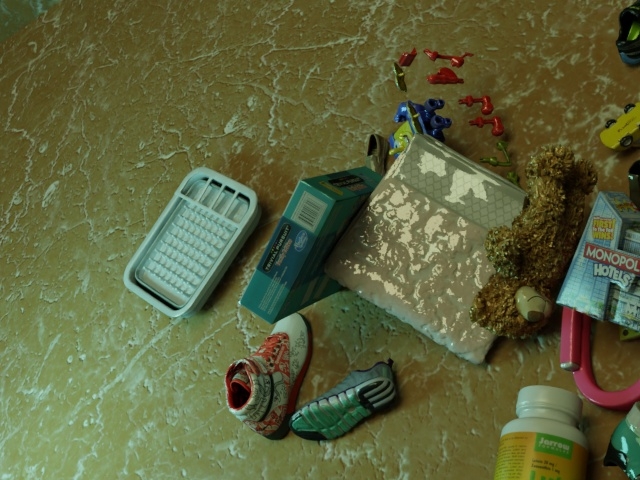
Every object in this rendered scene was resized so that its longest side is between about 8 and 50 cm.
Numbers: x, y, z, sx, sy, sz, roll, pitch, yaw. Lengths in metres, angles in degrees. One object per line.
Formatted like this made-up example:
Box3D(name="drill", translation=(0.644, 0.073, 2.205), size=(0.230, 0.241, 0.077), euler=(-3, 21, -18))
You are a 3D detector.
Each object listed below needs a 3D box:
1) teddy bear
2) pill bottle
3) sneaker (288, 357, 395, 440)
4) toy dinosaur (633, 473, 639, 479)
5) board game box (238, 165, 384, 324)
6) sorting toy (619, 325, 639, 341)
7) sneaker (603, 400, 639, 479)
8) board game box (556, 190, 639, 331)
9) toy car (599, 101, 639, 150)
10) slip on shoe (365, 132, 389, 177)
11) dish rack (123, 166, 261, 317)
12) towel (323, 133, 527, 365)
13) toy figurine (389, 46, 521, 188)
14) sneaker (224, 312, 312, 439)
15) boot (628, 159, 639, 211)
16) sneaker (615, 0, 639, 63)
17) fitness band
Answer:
Box3D(name="teddy bear", translation=(0.370, 0.007, 1.907), size=(0.113, 0.245, 0.338), euler=(22, 75, 36))
Box3D(name="pill bottle", translation=(0.337, 0.354, 1.762), size=(0.136, 0.136, 0.245), euler=(-7, 57, 38))
Box3D(name="sneaker", translation=(0.045, 0.294, 2.122), size=(0.224, 0.083, 0.098), euler=(-26, 24, 22))
Box3D(name="toy dinosaur", translation=(0.474, 0.389, 1.520), size=(0.314, 0.121, 0.160), euler=(-14, 77, 44))
Box3D(name="board game box", translation=(0.000, 0.000, 2.122), size=(0.079, 0.336, 0.253), euler=(32, 107, 14))
Box3D(name="sorting toy", translation=(0.574, 0.056, 1.821), size=(0.274, 0.046, 0.132), euler=(-46, 39, 27))
Box3D(name="sneaker", translation=(0.527, 0.367, 1.627), size=(0.302, 0.108, 0.121), euler=(48, 116, 42))
Box3D(name="board game box", translation=(0.465, 0.029, 1.756), size=(0.194, 0.060, 0.194), euler=(22, 107, 53))
Box3D(name="toy car", translation=(0.613, -0.264, 2.023), size=(0.239, 0.053, 0.224), euler=(-14, 53, 33))
Box3D(name="slip on shoe", translation=(0.111, -0.162, 2.394), size=(0.051, 0.041, 0.135), euler=(-7, 58, 38))
Box3D(name="dish rack", translation=(-0.278, 0.011, 2.588), size=(0.286, 0.072, 0.332), euler=(27, 81, 47))
Box3D(name="towel", translation=(0.222, 0.008, 2.047), size=(0.332, 0.053, 0.317), euler=(31, 84, 16))
Box3D(name="toy figurine", translation=(0.230, -0.172, 2.257), size=(0.217, 0.191, 0.362), euler=(123, 133, -57))
Box3D(name="sneaker", translation=(-0.102, 0.236, 2.220), size=(0.090, 0.145, 0.270), euler=(-10, 55, 36))
Box3D(name="boot", translation=(0.560, -0.097, 1.847), size=(0.082, 0.106, 0.219), euler=(10, 34, 42))
Box3D(name="sneaker", translation=(0.598, -0.417, 2.124), size=(0.067, 0.078, 0.188), euler=(13, 70, 45))
Box3D(name="fitness band", translation=(0.479, 0.124, 1.822), size=(0.209, 0.054, 0.290), euler=(-15, 60, 49))
